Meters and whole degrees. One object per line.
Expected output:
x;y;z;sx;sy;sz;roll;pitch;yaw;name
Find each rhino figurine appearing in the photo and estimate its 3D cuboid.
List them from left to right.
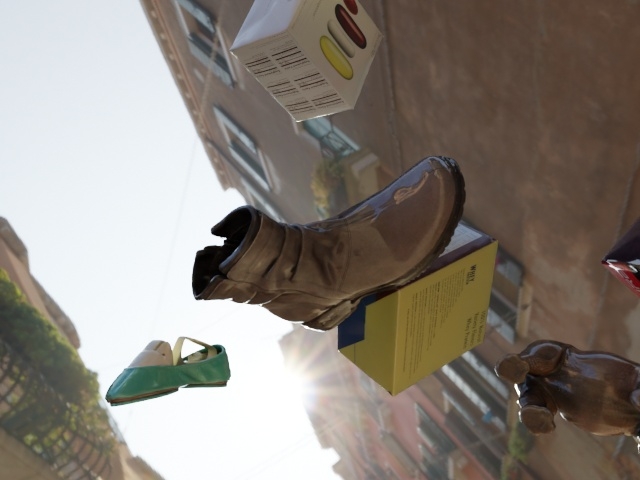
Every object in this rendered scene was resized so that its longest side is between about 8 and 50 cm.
0.273;0.140;0.559;0.106;0.243;0.073;-7;-72;-66;rhino figurine

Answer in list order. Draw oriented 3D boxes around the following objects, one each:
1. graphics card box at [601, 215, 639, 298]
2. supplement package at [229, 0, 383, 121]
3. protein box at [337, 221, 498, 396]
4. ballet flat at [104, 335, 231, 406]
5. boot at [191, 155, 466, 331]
0.296;-0.040;0.274;0.233;0.094;0.371;-48;3;1;graphics card box
-0.020;-0.365;1.236;0.203;0.149;0.194;42;-122;-39;supplement package
0.143;0.087;1.028;0.201;0.136;0.200;-23;-52;-30;protein box
-0.223;0.187;0.996;0.247;0.083;0.087;8;-104;-60;ballet flat
0.000;0.000;0.830;0.222;0.118;0.338;19;-52;-36;boot
